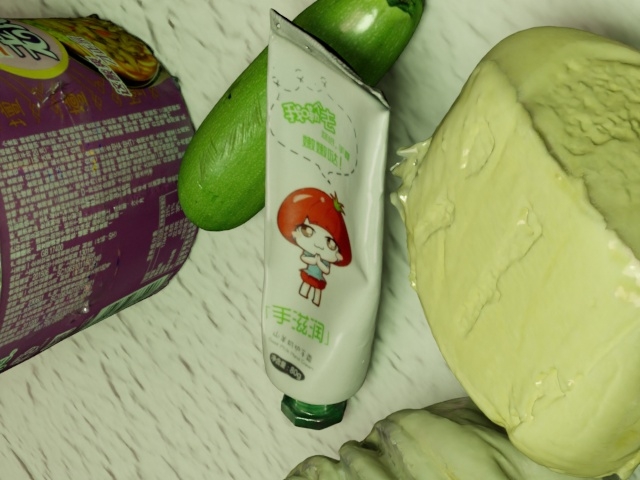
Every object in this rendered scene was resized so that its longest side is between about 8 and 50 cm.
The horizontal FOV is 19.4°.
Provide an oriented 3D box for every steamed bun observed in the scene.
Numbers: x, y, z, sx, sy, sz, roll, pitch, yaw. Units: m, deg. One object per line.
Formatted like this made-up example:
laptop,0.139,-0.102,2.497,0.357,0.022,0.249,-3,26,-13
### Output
steamed bun,0.174,0.005,1.196,0.273,0.166,0.232,59,144,34
steamed bun,0.056,0.227,1.281,0.280,0.207,0.268,126,149,-44

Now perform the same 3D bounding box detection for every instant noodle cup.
instant noodle cup,-0.271,-0.046,1.498,0.340,0.266,0.339,14,112,38

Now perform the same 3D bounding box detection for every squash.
squash,-0.027,-0.099,1.393,0.082,0.082,0.292,56,131,14

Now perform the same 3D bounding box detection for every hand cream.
hand cream,0.000,0.000,1.359,0.121,0.076,0.336,34,138,33
